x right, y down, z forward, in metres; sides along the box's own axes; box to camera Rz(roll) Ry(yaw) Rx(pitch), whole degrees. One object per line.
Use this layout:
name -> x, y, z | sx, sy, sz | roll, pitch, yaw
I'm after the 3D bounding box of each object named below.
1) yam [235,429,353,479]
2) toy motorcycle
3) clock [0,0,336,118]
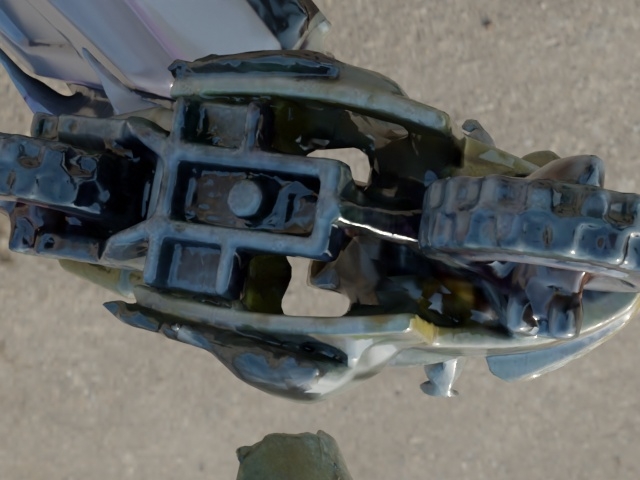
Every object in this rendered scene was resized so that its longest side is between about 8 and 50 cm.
yam -> 0.014, 0.225, 0.698 | 0.106, 0.259, 0.106 | -23, 160, -9
toy motorcycle -> 0.000, -0.001, 0.432 | 0.229, 0.094, 0.130 | 7, 176, 25
clock -> -0.109, -0.114, 0.565 | 0.083, 0.253, 0.186 | -43, 110, -11
